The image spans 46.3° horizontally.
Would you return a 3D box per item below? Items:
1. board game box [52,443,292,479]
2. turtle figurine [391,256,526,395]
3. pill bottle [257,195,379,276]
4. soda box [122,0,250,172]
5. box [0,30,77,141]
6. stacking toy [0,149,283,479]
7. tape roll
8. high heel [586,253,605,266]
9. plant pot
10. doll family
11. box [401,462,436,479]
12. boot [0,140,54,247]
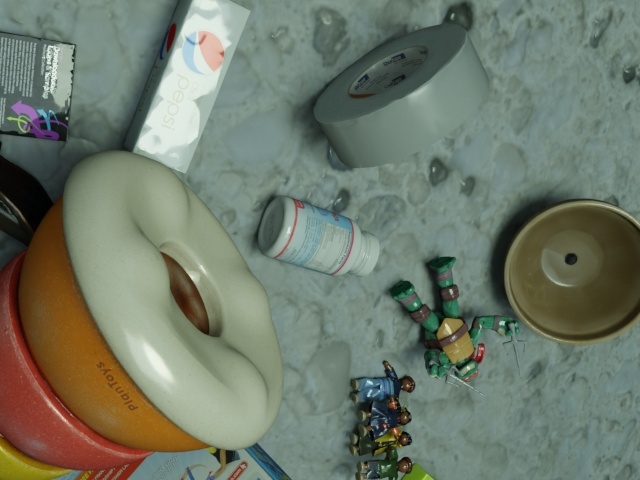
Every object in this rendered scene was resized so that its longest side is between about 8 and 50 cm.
[{"bbox_3d":[-0.209,0.343,0.926,0.308,0.302,0.086,-48,149,-5],"label":"board game box"},{"bbox_3d":[0.211,0.151,1.175,0.175,0.118,0.234,-37,102,-28],"label":"turtle figurine"},{"bbox_3d":[0.000,0.000,1.046,0.160,0.087,0.087,18,97,-29],"label":"pill bottle"},{"bbox_3d":[-0.166,-0.198,0.919,0.073,0.069,0.216,20,95,-29],"label":"soda box"},{"bbox_3d":[-0.367,-0.180,0.852,0.162,0.029,0.116,5,104,-25],"label":"box"},{"bbox_3d":[-0.314,0.150,0.844,0.479,0.351,0.351,-29,118,12],"label":"stacking toy"},{"bbox_3d":[0.101,-0.188,0.963,0.219,0.219,0.072,-38,117,-11],"label":"tape roll"},{"bbox_3d":[0.542,0.084,1.343,0.244,0.082,0.117,12,109,-32],"label":"high heel"},{"bbox_3d":[0.415,0.042,1.218,0.237,0.110,0.238,2,104,7],"label":"plant pot"},{"bbox_3d":[0.105,0.292,1.192,0.111,0.076,0.193,-2,103,-20],"label":"doll family"},{"bbox_3d":[0.146,0.484,1.285,0.178,0.042,0.109,-49,118,-6],"label":"box"},{"bbox_3d":[-0.390,-0.041,0.873,0.106,0.082,0.219,-19,128,10],"label":"boot"}]
